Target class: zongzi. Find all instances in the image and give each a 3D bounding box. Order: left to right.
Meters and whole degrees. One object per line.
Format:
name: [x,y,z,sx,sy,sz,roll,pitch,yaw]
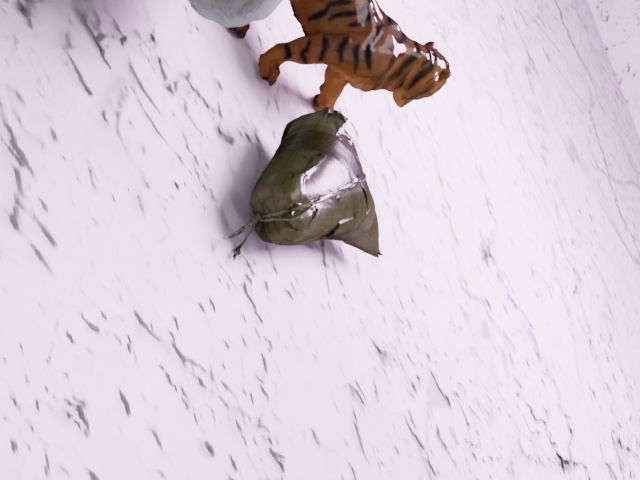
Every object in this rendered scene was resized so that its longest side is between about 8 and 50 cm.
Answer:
zongzi: [0.000,0.000,0.791,0.130,0.062,0.154,66,28,-28]

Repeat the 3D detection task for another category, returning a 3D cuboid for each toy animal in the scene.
toy animal: [-0.008,-0.206,0.880,0.255,0.116,0.114,64,23,-1]

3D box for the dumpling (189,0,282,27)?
dumpling: [-0.069,-0.298,0.743,0.320,0.212,0.270,51,0,9]
